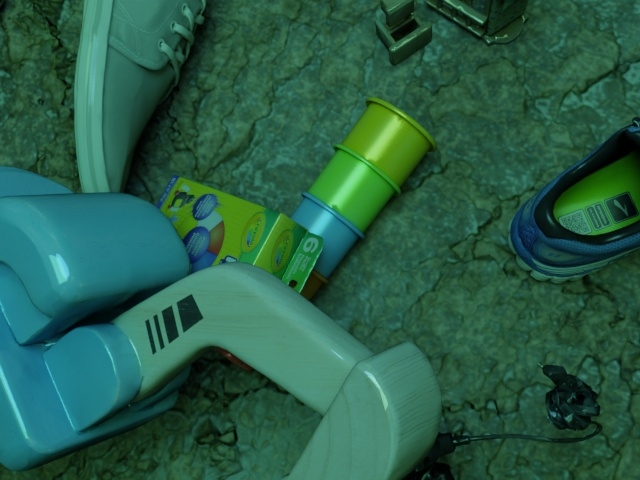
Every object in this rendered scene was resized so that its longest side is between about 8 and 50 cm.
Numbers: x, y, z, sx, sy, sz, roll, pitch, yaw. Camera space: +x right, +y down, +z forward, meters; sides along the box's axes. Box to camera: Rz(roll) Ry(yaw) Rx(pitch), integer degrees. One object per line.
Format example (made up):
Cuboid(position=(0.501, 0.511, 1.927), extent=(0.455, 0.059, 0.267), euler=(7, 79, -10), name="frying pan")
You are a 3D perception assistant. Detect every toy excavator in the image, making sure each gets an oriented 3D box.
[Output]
Cuboid(position=(-0.170, 0.074, 0.654), extent=(0.445, 0.222, 0.432), euler=(-36, 75, 31), name="toy excavator")

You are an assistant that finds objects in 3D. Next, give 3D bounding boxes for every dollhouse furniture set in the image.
Cuboid(position=(0.143, -0.263, 0.796), extent=(0.161, 0.182, 0.101), euler=(-34, 75, 0), name="dollhouse furniture set")

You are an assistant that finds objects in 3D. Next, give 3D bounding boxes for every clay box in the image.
Cuboid(position=(-0.107, 0.016, 0.787), extent=(0.222, 0.053, 0.127), euler=(20, 80, 44), name="clay box")

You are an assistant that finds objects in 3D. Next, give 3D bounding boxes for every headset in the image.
Cuboid(position=(0.099, 0.267, 0.687), extent=(0.394, 0.185, 0.243), euler=(-46, 76, 9), name="headset")

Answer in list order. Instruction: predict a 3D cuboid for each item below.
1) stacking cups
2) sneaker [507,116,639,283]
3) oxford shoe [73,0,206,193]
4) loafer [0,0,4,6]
Cuboid(position=(0.000, 0.000, 0.818), extent=(0.096, 0.096, 0.316), euler=(35, 90, 14), name="stacking cups")
Cuboid(position=(0.351, -0.059, 0.741), extent=(0.330, 0.147, 0.129), euler=(-27, 76, 1), name="sneaker")
Cuboid(position=(-0.201, -0.246, 0.865), extent=(0.130, 0.169, 0.448), euler=(8, 78, -12), name="oxford shoe")
Cuboid(position=(-0.495, -0.229, 0.932), extent=(0.084, 0.096, 0.267), euler=(27, 81, 7), name="loafer")
